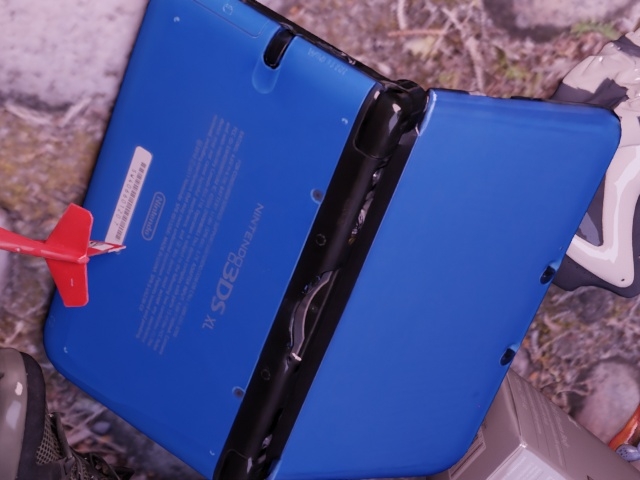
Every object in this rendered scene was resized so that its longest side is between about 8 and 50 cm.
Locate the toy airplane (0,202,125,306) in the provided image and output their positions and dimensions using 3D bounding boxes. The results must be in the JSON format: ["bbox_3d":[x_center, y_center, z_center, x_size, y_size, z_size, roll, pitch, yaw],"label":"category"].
[{"bbox_3d":[-0.194,0.000,1.016,0.151,0.028,0.151,3,116,5],"label":"toy airplane"}]

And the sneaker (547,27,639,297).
[{"bbox_3d":[0.208,-0.042,1.109,0.235,0.094,0.153,-28,130,2],"label":"sneaker"}]

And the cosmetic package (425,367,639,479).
[{"bbox_3d":[0.192,0.213,1.224,0.238,0.127,0.107,35,108,-16],"label":"cosmetic package"}]

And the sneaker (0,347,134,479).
[{"bbox_3d":[-0.170,0.154,1.124,0.130,0.087,0.227,-7,129,-17],"label":"sneaker"}]

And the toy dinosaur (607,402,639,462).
[{"bbox_3d":[0.225,0.167,1.312,0.082,0.047,0.090,-19,95,5],"label":"toy dinosaur"}]

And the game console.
[{"bbox_3d":[0.000,0.000,1.056,0.173,0.250,0.293,-27,145,-56],"label":"game console"}]
